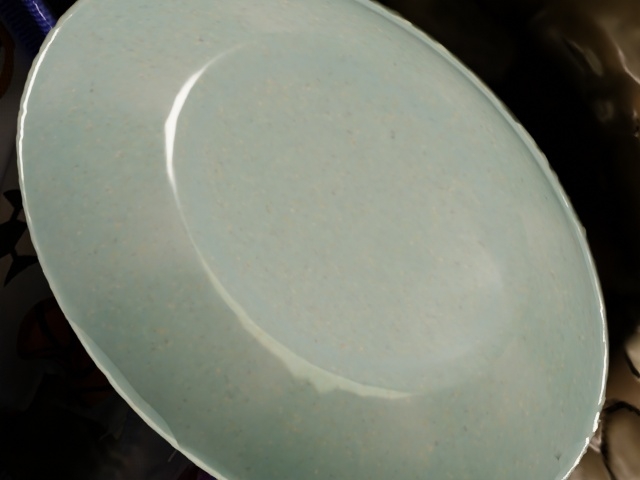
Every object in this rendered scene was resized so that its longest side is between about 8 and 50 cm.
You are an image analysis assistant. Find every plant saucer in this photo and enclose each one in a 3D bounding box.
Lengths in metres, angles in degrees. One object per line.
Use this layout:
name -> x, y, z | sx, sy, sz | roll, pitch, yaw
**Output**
plant saucer -> 0.000, 0.000, 0.565 | 0.195, 0.037, 0.195 | 18, 129, 23

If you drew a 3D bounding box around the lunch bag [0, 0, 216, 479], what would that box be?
lunch bag -> -0.241, -0.041, 0.673 | 0.327, 0.239, 0.385 | 14, 154, 44
